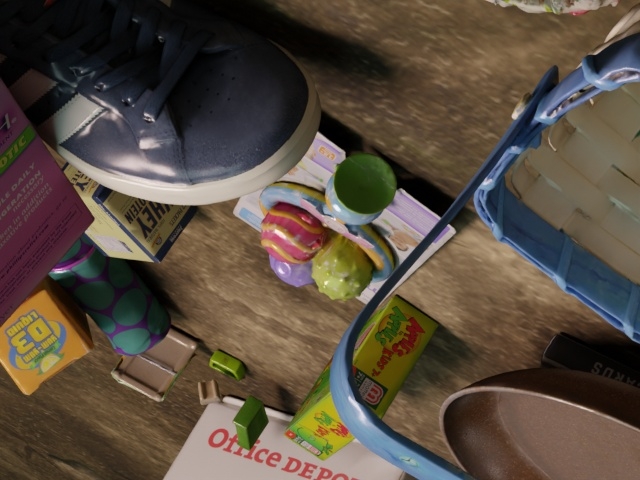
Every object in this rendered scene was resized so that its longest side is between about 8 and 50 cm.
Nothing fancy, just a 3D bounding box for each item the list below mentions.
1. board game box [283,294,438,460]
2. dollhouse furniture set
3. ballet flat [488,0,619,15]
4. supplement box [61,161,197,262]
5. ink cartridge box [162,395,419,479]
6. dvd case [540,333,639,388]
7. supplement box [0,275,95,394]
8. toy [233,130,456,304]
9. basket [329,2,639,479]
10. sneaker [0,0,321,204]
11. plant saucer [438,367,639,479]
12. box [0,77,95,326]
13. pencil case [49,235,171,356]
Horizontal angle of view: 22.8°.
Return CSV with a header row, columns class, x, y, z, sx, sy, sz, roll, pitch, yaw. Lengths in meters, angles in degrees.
class,x,y,z,sx,sy,sz,roll,pitch,yaw
board game box,0.029,0.115,1.278,0.043,0.092,0.181,35,158,-2
dollhouse furniture set,-0.124,0.145,1.571,0.152,0.076,0.058,26,156,15
ballet flat,0.047,-0.165,0.726,0.241,0.091,0.077,28,-172,23
supplement box,-0.162,-0.031,1.287,0.083,0.056,0.083,5,145,49
ink cartridge box,-0.068,0.377,1.568,0.279,0.384,0.160,12,153,42
dvd case,0.243,0.166,1.179,0.179,0.029,0.238,26,156,18
supplement box,-0.271,0.078,1.515,0.080,0.078,0.233,55,174,-13
toy,0.000,0.000,1.132,0.137,0.056,0.237,35,158,-1
basket,0.176,0.023,0.629,0.255,0.289,0.201,37,153,0
sneaker,-0.163,-0.137,0.971,0.350,0.131,0.148,23,160,25
plant saucer,0.230,0.180,1.124,0.311,0.050,0.310,29,158,13
box,-0.283,-0.074,0.991,0.213,0.117,0.243,36,168,19
pencil case,-0.202,0.046,1.488,0.070,0.064,0.151,14,152,38
